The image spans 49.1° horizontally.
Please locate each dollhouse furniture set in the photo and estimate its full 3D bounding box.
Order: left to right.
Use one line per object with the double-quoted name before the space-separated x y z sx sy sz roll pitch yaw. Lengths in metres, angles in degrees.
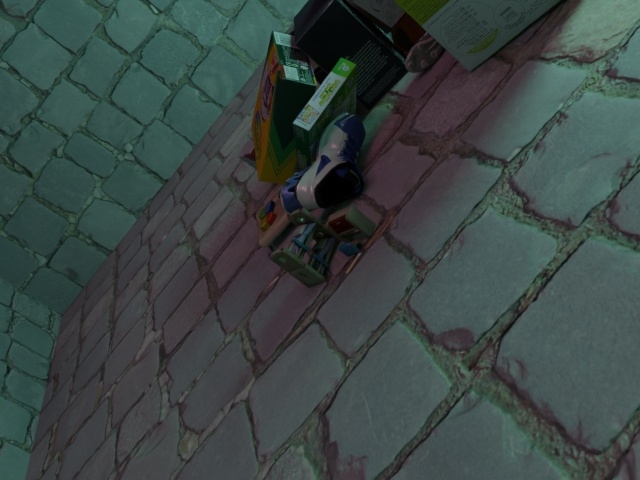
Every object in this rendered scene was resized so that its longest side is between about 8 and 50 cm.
"dollhouse furniture set" 0.000 0.000 1.566 0.183 0.129 0.129 -23 37 50

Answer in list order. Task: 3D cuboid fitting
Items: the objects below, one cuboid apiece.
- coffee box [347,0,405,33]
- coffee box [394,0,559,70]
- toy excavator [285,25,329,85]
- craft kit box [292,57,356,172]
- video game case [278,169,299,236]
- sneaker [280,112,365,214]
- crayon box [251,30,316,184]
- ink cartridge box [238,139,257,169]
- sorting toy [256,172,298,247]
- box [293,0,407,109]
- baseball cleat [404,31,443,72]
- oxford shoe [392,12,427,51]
"coffee box" 0.122 -0.689 1.924 0.098 0.246 0.141 -50 9 23
"coffee box" 0.359 -0.666 1.589 0.338 0.334 0.338 -37 28 38
"toy excavator" 0.123 -0.820 2.475 0.433 0.222 0.445 -28 24 43
"craft kit box" 0.017 -0.327 1.915 0.247 0.061 0.250 -60 -15 -21
"video game case" -0.092 -0.113 2.051 0.183 0.023 0.201 -51 23 4
"sneaker" 0.053 -0.181 1.770 0.182 0.127 0.315 4 52 48
"crayon box" -0.116 -0.388 2.029 0.363 0.106 0.313 -102 26 -54
"ink cartridge box" -0.172 -0.256 2.250 0.109 0.150 0.063 1 61 63
"sorting toy" -0.119 -0.095 1.995 0.193 0.038 0.208 -47 24 13
"box" 0.082 -0.584 2.056 0.183 0.294 0.296 -43 24 21
"baseball cleat" 0.301 -0.528 1.871 0.206 0.072 0.109 -46 9 6
"oxford shoe" 0.340 -0.678 1.924 0.363 0.130 0.133 -33 23 39
